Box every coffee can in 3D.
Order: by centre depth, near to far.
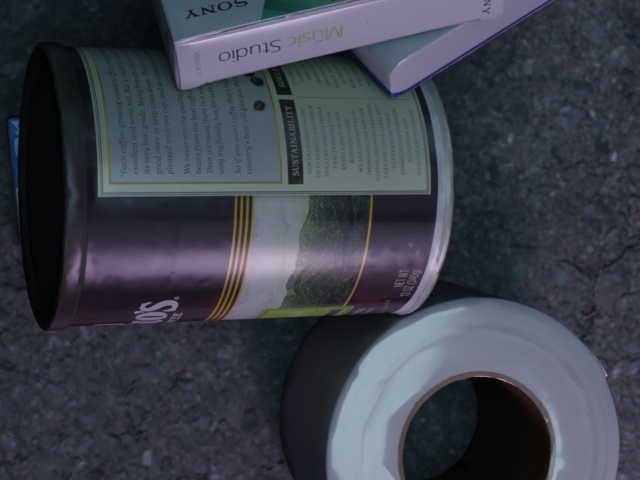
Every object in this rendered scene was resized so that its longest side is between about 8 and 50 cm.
[{"bbox_3d":[-0.068,-0.040,1.024,0.275,0.201,0.202,-1,94,-20],"label":"coffee can"}]

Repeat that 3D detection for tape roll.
[{"bbox_3d":[0.101,0.159,1.161,0.246,0.169,0.246,-1,94,-13],"label":"tape roll"}]

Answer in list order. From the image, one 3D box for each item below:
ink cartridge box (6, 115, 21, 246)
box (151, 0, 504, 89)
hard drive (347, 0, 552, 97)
[{"bbox_3d":[-0.158,-0.056,1.136,0.180,0.060,0.104,-6,95,-14],"label":"ink cartridge box"},{"bbox_3d":[-0.029,-0.268,1.000,0.232,0.058,0.322,-15,61,-9],"label":"box"},{"bbox_3d":[0.042,-0.268,1.062,0.210,0.040,0.319,-33,62,-14],"label":"hard drive"}]
